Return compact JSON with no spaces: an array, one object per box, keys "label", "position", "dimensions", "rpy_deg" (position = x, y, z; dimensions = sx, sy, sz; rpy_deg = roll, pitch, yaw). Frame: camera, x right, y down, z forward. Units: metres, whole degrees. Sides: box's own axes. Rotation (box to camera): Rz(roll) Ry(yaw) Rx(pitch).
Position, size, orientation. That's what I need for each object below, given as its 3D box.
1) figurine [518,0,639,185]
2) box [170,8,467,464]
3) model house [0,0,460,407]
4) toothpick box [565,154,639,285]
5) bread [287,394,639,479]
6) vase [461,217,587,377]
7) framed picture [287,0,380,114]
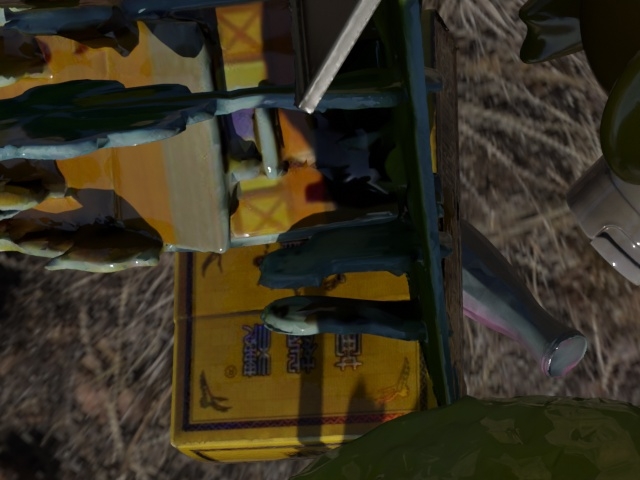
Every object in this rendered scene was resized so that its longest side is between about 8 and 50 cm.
[{"label":"figurine","position":[0.213,-0.092,0.793],"dimensions":[0.215,0.228,0.215],"rpy_deg":[-3,130,-4]},{"label":"box","position":[0.000,0.000,1.188],"dimensions":[0.193,0.084,0.301],"rpy_deg":[-5,73,18]},{"label":"model house","position":[-0.088,-0.037,0.915],"dimensions":[0.313,0.357,0.242],"rpy_deg":[-10,108,1]},{"label":"toothpick box","position":[0.296,-0.059,1.360],"dimensions":[0.111,0.111,0.180],"rpy_deg":[43,111,-4]},{"label":"bread","position":[0.093,0.247,0.694],"dimensions":[0.348,0.348,0.307],"rpy_deg":[-29,112,9]},{"label":"vase","position":[0.193,0.064,1.811],"dimensions":[0.214,0.086,0.086],"rpy_deg":[42,104,38]},{"label":"framed picture","position":[0.016,-0.129,0.731],"dimensions":[0.011,0.149,0.109],"rpy_deg":[26,115,-16]}]
